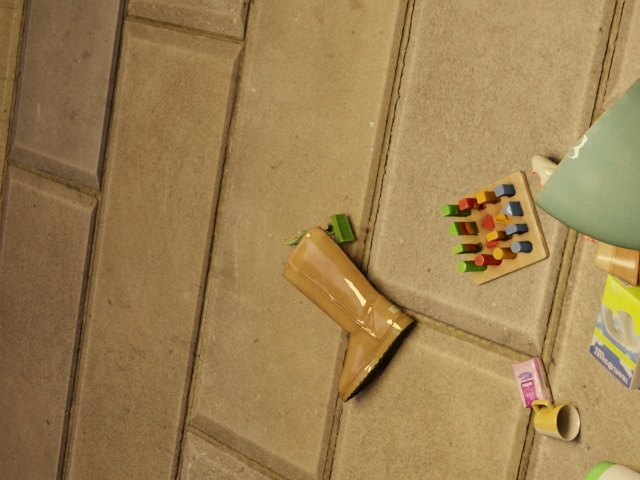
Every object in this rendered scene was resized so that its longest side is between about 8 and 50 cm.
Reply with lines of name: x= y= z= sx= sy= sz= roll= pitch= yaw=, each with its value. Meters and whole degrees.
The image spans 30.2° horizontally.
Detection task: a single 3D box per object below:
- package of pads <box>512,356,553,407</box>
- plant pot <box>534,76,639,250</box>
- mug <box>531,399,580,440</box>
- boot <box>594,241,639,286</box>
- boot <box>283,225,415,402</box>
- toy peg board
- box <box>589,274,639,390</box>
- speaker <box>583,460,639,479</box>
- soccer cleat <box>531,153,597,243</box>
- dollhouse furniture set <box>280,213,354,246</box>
package of pads: x=0.367 y=0.247 z=2.058 sx=0.050 sy=0.032 sz=0.083 roll=-25 pitch=74 yaw=44
plant pot: x=0.477 y=-0.095 z=1.696 sx=0.195 sy=0.290 sz=0.290 roll=44 pitch=122 yaw=13
mug: x=0.395 y=0.301 z=2.015 sx=0.064 sy=0.062 sz=0.078 roll=-9 pitch=96 yaw=52
boot: x=0.556 y=-0.034 z=1.842 sx=0.206 sy=0.090 sz=0.248 roll=15 pitch=75 yaw=20
boot: x=0.029 y=0.144 z=2.304 sx=0.269 sy=0.089 sz=0.236 roll=42 pitch=111 yaw=18
toy peg board: x=0.296 y=-0.020 z=2.087 sx=0.160 sy=0.079 sz=0.161 roll=-26 pitch=74 yaw=41
box: x=0.485 y=0.150 z=1.883 sx=0.109 sy=0.042 sz=0.178 roll=49 pitch=144 yaw=47
speaker: x=0.542 y=0.457 z=1.831 sx=0.296 sy=0.131 sz=0.131 roll=27 pitch=109 yaw=40
soccer cleat: x=0.428 y=-0.081 z=1.975 sx=0.076 sy=0.068 sz=0.196 roll=-45 pitch=61 yaw=18
dollhouse furniture set: x=0.000 y=0.000 z=2.375 sx=0.151 sy=0.076 sz=0.059 roll=-27 pitch=74 yaw=40
